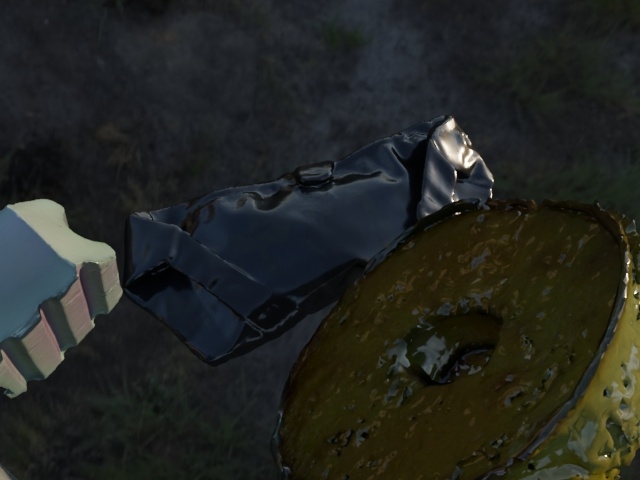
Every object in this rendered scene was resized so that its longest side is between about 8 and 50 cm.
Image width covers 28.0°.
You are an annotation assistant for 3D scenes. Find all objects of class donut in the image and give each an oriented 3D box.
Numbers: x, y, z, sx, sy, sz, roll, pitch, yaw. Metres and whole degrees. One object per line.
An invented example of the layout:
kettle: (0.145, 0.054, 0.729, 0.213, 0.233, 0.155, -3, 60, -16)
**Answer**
donut: (0.099, 0.089, 0.778, 0.107, 0.272, 0.272, 43, 54, -23)

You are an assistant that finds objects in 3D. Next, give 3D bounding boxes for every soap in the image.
soap: (-0.244, 0.045, 1.062, 0.091, 0.230, 0.145, 41, 74, 5)

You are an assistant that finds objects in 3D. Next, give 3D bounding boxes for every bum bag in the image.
bum bag: (0.000, 0.000, 0.984, 0.310, 0.074, 0.137, -19, 70, -13)

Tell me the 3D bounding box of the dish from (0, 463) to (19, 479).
dish: (-0.153, 0.245, 0.662, 0.124, 0.324, 0.324, -11, 64, -25)
